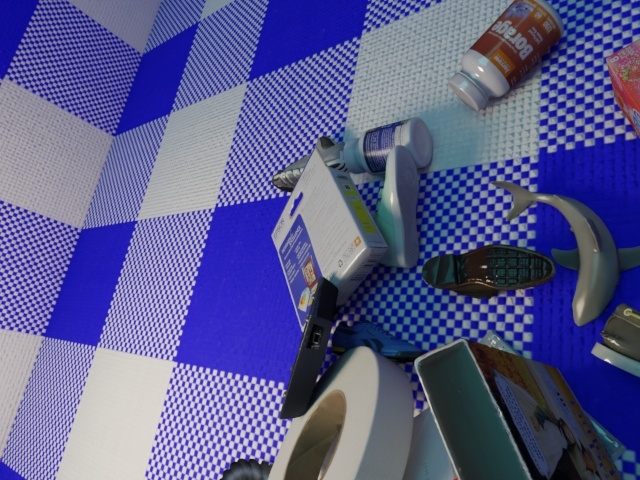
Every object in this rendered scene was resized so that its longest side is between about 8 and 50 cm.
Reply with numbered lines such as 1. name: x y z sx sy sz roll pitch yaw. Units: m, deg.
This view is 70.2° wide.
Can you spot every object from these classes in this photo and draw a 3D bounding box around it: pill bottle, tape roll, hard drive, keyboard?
1. pill bottle: 0.374 -0.379 0.939 0.216 0.121 0.121 -46 48 14
2. pill bottle: 0.151 -0.209 1.054 0.186 0.112 0.112 -5 67 38
3. tape roll: 0.015 0.368 0.774 0.392 0.071 0.392 -56 8 12
4. hard drive: -0.021 0.217 0.913 0.172 0.054 0.255 -73 -1 -66
5. keyboard: 0.350 0.255 0.739 0.072 0.014 0.256 -55 46 13

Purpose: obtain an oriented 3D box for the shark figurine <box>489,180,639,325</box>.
1. shark figurine: 0.415 -0.024 0.746 0.166 0.116 0.279 -35 53 21

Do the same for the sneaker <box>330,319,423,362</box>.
1. sneaker: 0.111 0.200 0.927 0.209 0.069 0.082 -3 64 40

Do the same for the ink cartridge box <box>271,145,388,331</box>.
1. ink cartridge box: 0.000 0.000 1.044 0.304 0.072 0.308 -58 39 39

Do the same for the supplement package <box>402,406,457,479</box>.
1. supplement package: 0.155 0.416 0.651 0.204 0.145 0.262 -43 12 17

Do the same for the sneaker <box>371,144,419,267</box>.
1. sneaker: 0.128 -0.071 0.981 0.151 0.094 0.256 1 94 43

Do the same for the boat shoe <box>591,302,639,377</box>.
1. boat shoe: 0.514 0.173 0.568 0.304 0.109 0.091 25 92 48

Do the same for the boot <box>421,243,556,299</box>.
1. boot: 0.303 0.059 0.813 0.219 0.106 0.082 -3 72 34

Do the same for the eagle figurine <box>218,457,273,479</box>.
1. eagle figurine: -0.134 0.611 0.892 0.226 0.226 0.298 -19 11 -14

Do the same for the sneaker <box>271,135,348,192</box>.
1. sneaker: -0.024 -0.213 1.236 0.228 0.086 0.132 -9 59 26

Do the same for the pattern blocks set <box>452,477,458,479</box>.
1. pattern blocks set: 0.143 0.423 0.499 0.285 0.325 0.026 -35 11 15

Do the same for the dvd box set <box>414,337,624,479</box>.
1. dvd box set: 0.271 0.279 0.495 0.062 0.420 0.308 -34 55 24

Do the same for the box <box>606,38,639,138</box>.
1. box: 0.557 -0.192 0.690 0.122 0.128 0.257 -27 55 28
